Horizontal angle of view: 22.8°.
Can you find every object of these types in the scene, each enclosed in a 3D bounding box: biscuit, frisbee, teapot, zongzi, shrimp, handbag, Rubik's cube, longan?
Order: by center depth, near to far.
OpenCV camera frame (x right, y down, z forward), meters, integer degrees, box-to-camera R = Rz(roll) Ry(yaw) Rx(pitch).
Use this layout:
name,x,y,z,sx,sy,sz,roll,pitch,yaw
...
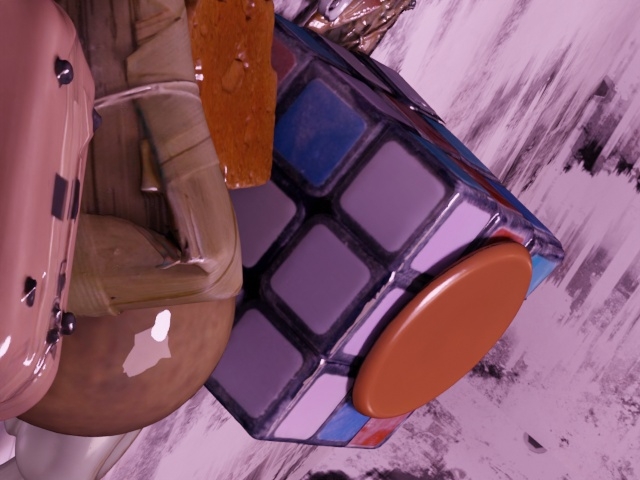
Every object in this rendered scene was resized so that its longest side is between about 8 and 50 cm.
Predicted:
name,x,y,z,sx,sy,sz,roll,pitch,yaw
handbag,-0.306,-0.032,1.101,0.149,0.283,0.302,74,19,-73
zongzi,-0.303,-0.100,1.284,0.447,0.418,0.181,-7,166,-3
longan,-0.214,0.045,1.493,0.297,0.297,0.297,-45,164,-16
biscuit,-0.098,-0.157,1.507,0.301,0.043,0.278,78,26,-43
frisbee,0.133,0.100,1.687,0.251,0.021,0.251,-32,150,-21
Rubik's cube,0.000,0.000,1.769,0.362,0.363,0.359,-47,153,11
shrimp,0.019,-0.248,1.882,0.254,0.059,0.145,-46,154,8
teapot,-0.324,0.245,1.908,0.318,0.149,0.220,-52,173,4

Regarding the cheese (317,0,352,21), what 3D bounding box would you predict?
name,x,y,z,sx,sy,sz,roll,pitch,yaw
cheese,0.098,-0.360,1.785,0.286,0.082,0.163,-49,164,-1
